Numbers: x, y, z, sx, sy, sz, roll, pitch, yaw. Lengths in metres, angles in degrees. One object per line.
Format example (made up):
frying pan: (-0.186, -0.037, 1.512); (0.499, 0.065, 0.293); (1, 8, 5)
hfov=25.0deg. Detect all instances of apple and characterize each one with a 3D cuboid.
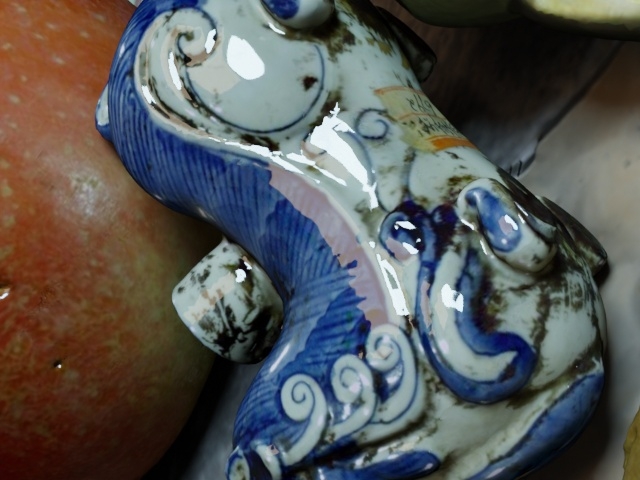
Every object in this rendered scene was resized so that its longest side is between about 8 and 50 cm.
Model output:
apple: (-0.216, -0.001, 0.833); (0.348, 0.277, 0.348); (-21, 58, 39)

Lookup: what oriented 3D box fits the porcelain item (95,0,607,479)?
porcelain item: (0.000, 0.000, 0.657); (0.186, 0.138, 0.288); (-45, 69, 16)

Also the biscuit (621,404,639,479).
biscuit: (0.163, 0.104, 0.488); (0.226, 0.042, 0.226); (-167, 90, -74)

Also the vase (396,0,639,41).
vase: (0.123, -0.228, 0.630); (0.302, 0.241, 0.329); (-45, 71, 7)

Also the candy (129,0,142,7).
candy: (-0.135, -0.129, 0.989); (0.103, 0.043, 0.103); (-22, 57, 39)
